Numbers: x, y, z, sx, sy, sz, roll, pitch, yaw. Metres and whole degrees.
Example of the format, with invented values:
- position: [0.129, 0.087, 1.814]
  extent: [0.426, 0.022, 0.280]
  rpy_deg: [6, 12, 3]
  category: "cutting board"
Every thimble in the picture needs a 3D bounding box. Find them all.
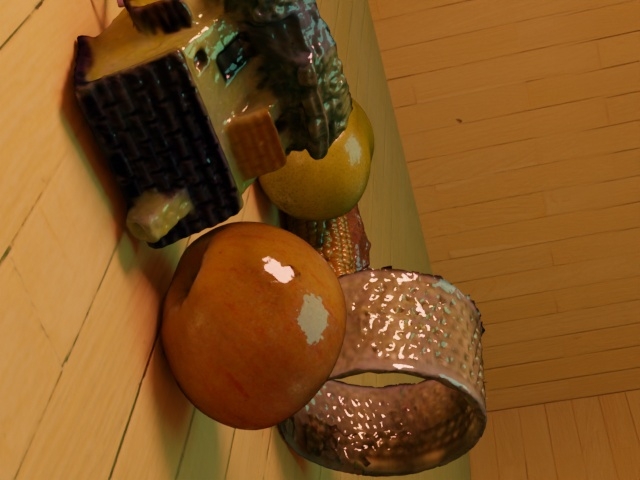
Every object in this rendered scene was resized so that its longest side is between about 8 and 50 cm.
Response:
- position: [0.076, 0.172, 1.355]
  extent: [0.271, 0.271, 0.150]
  rpy_deg: [68, 18, -47]
  category: "thimble"

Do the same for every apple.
- position: [-0.064, 0.071, 0.974]
  extent: [0.155, 0.182, 0.182]
  rpy_deg: [41, 28, -23]
  category: "apple"

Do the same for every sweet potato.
- position: [0.035, 0.016, 1.744]
  extent: [0.114, 0.092, 0.341]
  rpy_deg: [94, -6, -58]
  category: "sweet potato"

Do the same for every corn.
- position: [0.001, 0.002, 1.554]
  extent: [0.102, 0.102, 0.313]
  rpy_deg: [56, 25, -65]
  category: "corn"

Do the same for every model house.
- position: [-0.105, -0.115, 0.919]
  extent: [0.211, 0.170, 0.194]
  rpy_deg: [-53, 143, -31]
  category: "model house"

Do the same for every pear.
- position: [-0.003, -0.096, 1.461]
  extent: [0.180, 0.166, 0.216]
  rpy_deg: [-106, -175, -61]
  category: "pear"

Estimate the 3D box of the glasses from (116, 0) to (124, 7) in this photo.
- position: [-0.193, -0.279, 0.997]
  extent: [0.104, 0.062, 0.140]
  rpy_deg: [-167, -115, -77]
  category: "glasses"
